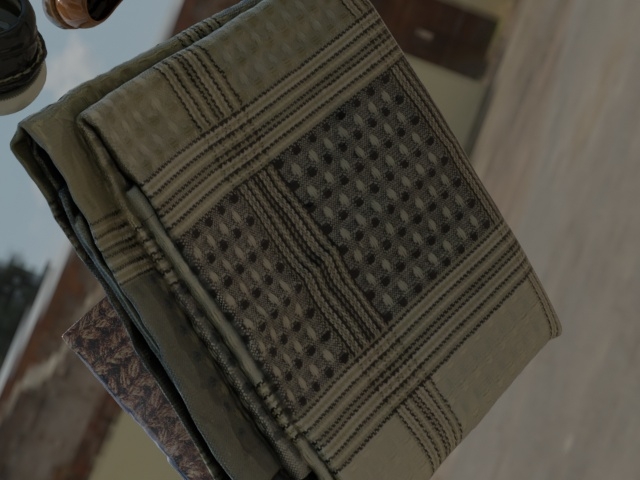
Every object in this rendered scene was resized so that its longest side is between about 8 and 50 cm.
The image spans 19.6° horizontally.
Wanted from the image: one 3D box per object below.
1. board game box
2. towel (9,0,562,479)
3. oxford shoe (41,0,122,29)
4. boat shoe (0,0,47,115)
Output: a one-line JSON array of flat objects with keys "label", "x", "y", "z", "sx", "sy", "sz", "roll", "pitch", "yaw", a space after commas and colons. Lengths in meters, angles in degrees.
[{"label": "board game box", "x": -0.070, "y": 0.122, "z": 1.701, "sx": 0.141, "sy": 0.232, "sz": 0.291, "roll": -43, "pitch": -8, "yaw": 8}, {"label": "towel", "x": 0.000, "y": 0.000, "z": 1.138, "sx": 0.056, "sy": 0.312, "sz": 0.324, "roll": -24, "pitch": 10, "yaw": 45}, {"label": "oxford shoe", "x": -0.162, "y": -0.275, "z": 1.622, "sx": 0.076, "sy": 0.076, "sz": 0.212, "roll": 16, "pitch": 78, "yaw": 53}, {"label": "boat shoe", "x": -0.347, "y": -0.188, "z": 1.388, "sx": 0.091, "sy": 0.303, "sz": 0.114, "roll": 99, "pitch": -173, "yaw": -57}]
